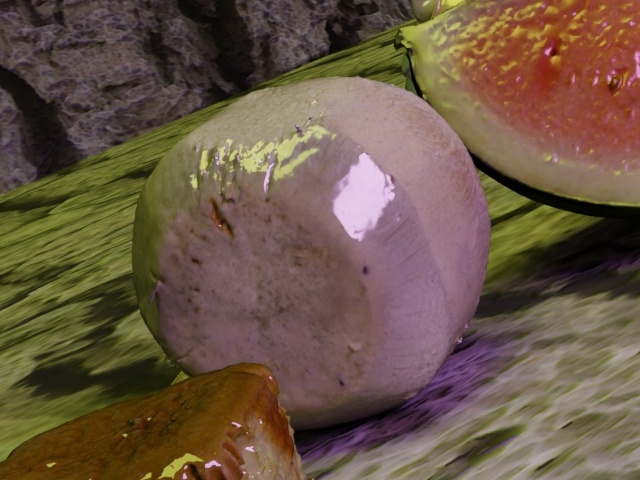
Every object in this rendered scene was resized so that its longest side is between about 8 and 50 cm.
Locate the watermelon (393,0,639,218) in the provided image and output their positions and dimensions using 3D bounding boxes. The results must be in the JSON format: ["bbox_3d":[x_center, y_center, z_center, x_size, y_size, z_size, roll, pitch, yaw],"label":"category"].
[{"bbox_3d":[0.211,-0.082,0.772,0.303,0.159,0.128,-20,-19,4],"label":"watermelon"}]

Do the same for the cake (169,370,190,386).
[{"bbox_3d":[-0.046,0.053,0.758,0.121,0.065,0.052,-28,9,-3],"label":"cake"}]

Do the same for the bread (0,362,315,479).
[{"bbox_3d":[-0.069,0.101,0.517,0.127,0.069,0.140,-20,10,8],"label":"bread"}]

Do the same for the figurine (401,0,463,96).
[{"bbox_3d":[0.121,-0.156,1.171,0.128,0.209,0.184,14,-15,-13],"label":"figurine"}]

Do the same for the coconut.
[{"bbox_3d":[-0.003,0.001,0.659,0.161,0.161,0.162,-16,12,22],"label":"coconut"}]
